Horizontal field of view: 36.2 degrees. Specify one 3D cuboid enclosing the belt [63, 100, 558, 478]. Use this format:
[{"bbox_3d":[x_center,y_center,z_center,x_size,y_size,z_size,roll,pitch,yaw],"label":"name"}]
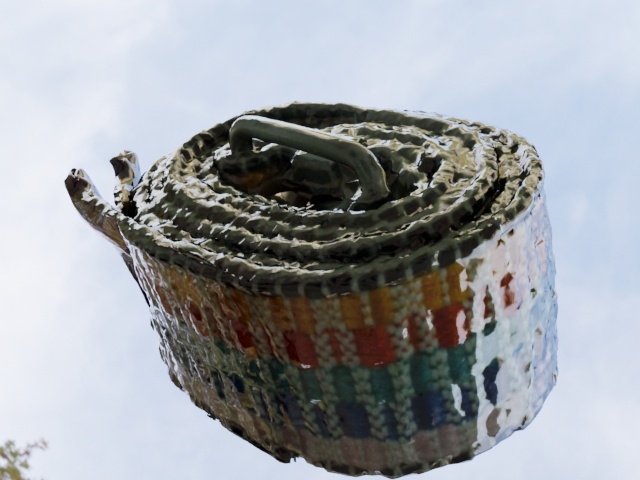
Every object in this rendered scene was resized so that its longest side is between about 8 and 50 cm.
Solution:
[{"bbox_3d":[0.000,0.000,0.576,0.206,0.161,0.295,-29,-148,-28],"label":"belt"}]
